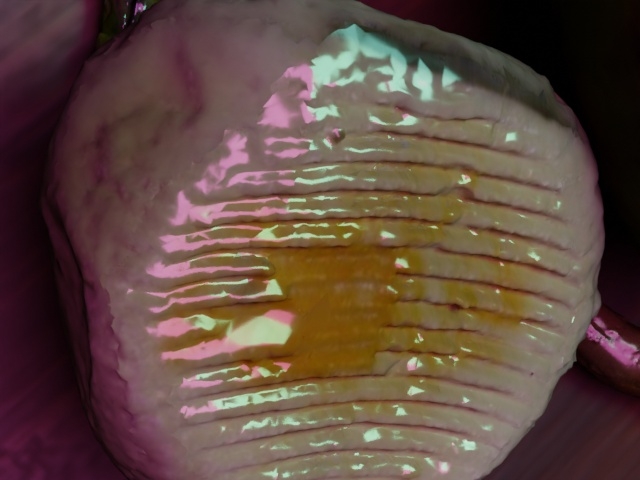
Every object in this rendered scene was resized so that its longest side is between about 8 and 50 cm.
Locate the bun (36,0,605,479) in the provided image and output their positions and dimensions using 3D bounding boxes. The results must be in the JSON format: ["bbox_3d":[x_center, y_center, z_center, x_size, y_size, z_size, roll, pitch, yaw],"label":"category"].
[{"bbox_3d":[0.000,0.000,0.578,0.244,0.153,0.244,-13,119,-25],"label":"bun"}]

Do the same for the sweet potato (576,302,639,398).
[{"bbox_3d":[0.165,0.054,0.716,0.214,0.050,0.050,27,80,-16],"label":"sweet potato"}]

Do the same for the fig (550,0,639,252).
[{"bbox_3d":[0.254,-0.117,0.594,0.316,0.316,0.316,0,91,-24],"label":"fig"}]

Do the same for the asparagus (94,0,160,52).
[{"bbox_3d":[-0.086,-0.076,0.609,0.036,0.030,0.165,11,86,-33],"label":"asparagus"}]
